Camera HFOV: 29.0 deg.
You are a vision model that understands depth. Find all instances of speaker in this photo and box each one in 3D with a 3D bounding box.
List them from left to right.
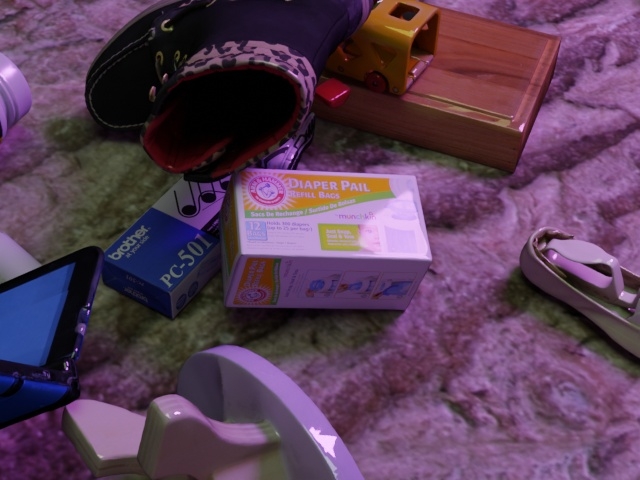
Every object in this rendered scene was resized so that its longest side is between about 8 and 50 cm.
[{"bbox_3d":[-0.309,0.049,1.309,0.136,0.055,0.055,35,54,27],"label":"speaker"}]

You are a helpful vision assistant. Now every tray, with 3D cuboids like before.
[{"bbox_3d":[0.080,-0.231,1.583,0.411,0.076,0.203,18,48,12],"label":"tray"}]

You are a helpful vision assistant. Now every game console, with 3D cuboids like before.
[{"bbox_3d":[-0.366,0.100,1.101,0.293,0.250,0.173,-23,68,22],"label":"game console"}]

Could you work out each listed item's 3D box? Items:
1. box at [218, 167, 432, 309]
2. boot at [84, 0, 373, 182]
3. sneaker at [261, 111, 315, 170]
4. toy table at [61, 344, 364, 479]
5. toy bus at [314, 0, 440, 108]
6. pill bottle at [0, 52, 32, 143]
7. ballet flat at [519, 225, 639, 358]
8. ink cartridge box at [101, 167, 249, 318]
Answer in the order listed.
[{"bbox_3d":[0.000,0.000,1.305,0.203,0.103,0.114,1,56,-15],"label":"box"},{"bbox_3d":[-0.135,-0.169,1.354,0.377,0.138,0.284,-16,28,21],"label":"boot"},{"bbox_3d":[-0.038,-0.121,1.495,0.044,0.040,0.109,16,47,15],"label":"sneaker"},{"bbox_3d":[-0.091,0.213,1.053,0.161,0.252,0.274,-14,34,-37],"label":"toy table"},{"bbox_3d":[0.044,-0.261,1.488,0.202,0.104,0.191,-10,48,-13],"label":"toy bus"},{"bbox_3d":[-0.439,-0.130,1.427,0.119,0.119,0.208,26,51,20],"label":"pill bottle"},{"bbox_3d":[0.320,0.059,1.313,0.248,0.086,0.086,31,52,23],"label":"ballet flat"},{"bbox_3d":[-0.143,-0.011,1.380,0.097,0.046,0.207,25,50,21],"label":"ink cartridge box"}]
